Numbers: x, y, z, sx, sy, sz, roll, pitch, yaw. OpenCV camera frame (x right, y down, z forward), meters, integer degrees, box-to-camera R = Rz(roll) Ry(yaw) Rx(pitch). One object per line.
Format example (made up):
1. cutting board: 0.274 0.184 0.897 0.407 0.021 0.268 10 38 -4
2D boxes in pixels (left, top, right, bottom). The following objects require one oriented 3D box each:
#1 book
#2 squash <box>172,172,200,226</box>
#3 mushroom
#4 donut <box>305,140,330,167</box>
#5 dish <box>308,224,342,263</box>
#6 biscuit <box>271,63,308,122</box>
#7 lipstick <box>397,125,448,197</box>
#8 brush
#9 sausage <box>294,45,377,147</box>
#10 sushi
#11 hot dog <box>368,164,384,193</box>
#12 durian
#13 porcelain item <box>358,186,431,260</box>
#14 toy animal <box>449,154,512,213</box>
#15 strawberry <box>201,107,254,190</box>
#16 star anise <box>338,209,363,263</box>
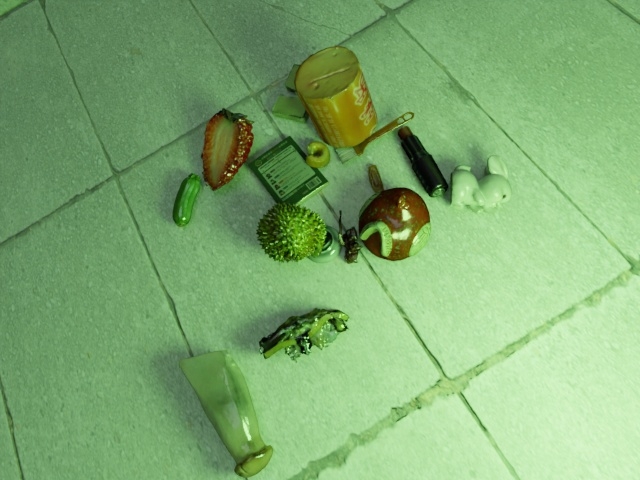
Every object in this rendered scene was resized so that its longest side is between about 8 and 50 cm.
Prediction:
1. book: -0.122 -0.249 1.604 0.202 0.027 0.264 -37 68 -4
2. squash: -0.508 -0.154 1.621 0.077 0.068 0.219 3 70 29
3. mushroom: -0.272 0.496 1.296 0.154 0.137 0.407 -32 69 -15
4. donut: -0.009 -0.321 1.589 0.097 0.043 0.108 -1 64 -6
5. dish: 0.000 0.000 1.460 0.141 0.078 0.141 -4 69 10
6. biscuit: -0.088 -0.591 1.717 0.147 0.046 0.250 15 74 17
7. lipstick: 0.350 -0.282 1.500 0.081 0.081 0.299 -22 62 2
8. brush: 0.202 -0.383 1.568 0.314 0.017 0.090 -29 55 9
9. sausage: 0.063 -0.492 1.508 0.233 0.287 0.233 -7 65 16
10. sushi: -0.046 0.290 1.348 0.291 0.139 0.131 -26 87 1
11. hot dog: 0.198 -0.211 1.530 0.044 0.028 0.137 -17 69 12
12. durian: -0.105 -0.024 1.407 0.237 0.176 0.200 13 94 37
13. porcelain item: 0.235 -0.067 1.360 0.253 0.253 0.253 -4 69 9
14. toy animal: 0.515 -0.179 1.405 0.193 0.127 0.178 -8 67 10
15. strawberry: -0.356 -0.340 1.648 0.233 0.138 0.306 24 101 37
16. star anise: 0.093 -0.013 1.436 0.070 0.097 0.190 -5 68 -7
